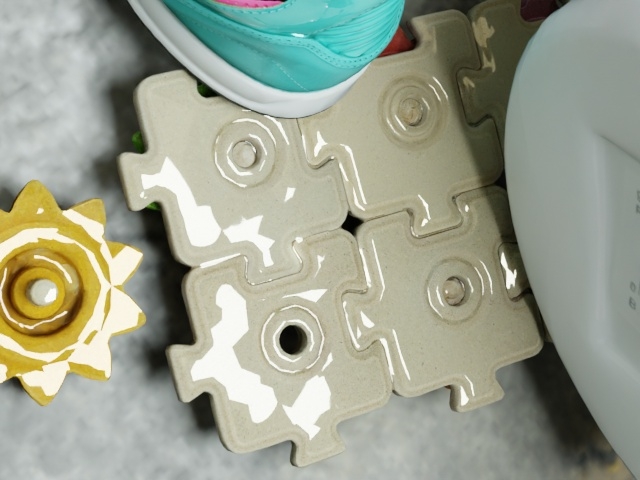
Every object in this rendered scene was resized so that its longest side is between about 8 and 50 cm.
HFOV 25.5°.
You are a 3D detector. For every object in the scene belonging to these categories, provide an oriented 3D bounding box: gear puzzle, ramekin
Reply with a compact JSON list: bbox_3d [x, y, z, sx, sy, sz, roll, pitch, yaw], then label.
[{"bbox_3d":[0.000,0.000,0.609,0.338,0.044,0.176,-16,94,-23],"label":"gear puzzle"},{"bbox_3d":[0.186,0.006,0.523,0.135,0.277,0.277,-25,97,-15],"label":"ramekin"}]

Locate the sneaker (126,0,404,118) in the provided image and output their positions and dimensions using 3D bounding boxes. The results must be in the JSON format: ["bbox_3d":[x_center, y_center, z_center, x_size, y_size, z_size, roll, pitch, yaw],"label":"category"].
[{"bbox_3d":[-0.072,-0.177,0.489,0.295,0.178,0.124,40,65,-6],"label":"sneaker"}]
